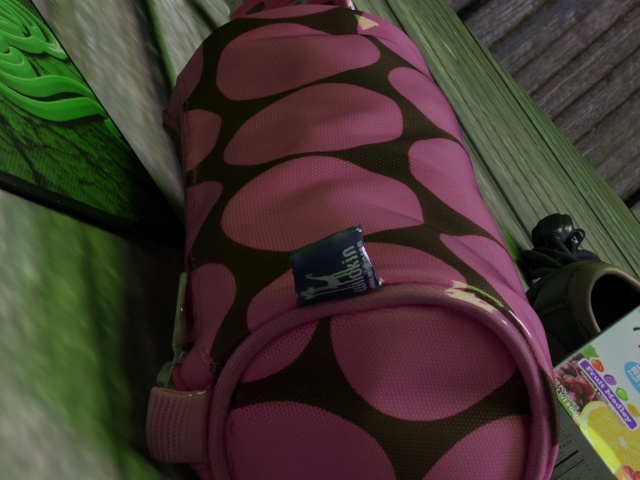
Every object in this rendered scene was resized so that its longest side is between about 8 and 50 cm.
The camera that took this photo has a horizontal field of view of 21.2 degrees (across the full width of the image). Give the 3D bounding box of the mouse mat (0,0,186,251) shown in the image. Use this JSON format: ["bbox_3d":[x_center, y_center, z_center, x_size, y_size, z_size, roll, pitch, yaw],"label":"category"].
[{"bbox_3d":[-0.113,-0.068,0.482,0.152,0.007,0.189,55,11,22],"label":"mouse mat"}]

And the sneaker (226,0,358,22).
[{"bbox_3d":[0.011,-0.082,0.867,0.170,0.063,0.075,55,11,-3],"label":"sneaker"}]

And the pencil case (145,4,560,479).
[{"bbox_3d":[0.000,0.000,0.481,0.209,0.098,0.095,-102,-172,-65],"label":"pencil case"}]

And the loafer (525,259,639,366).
[{"bbox_3d":[0.210,0.114,0.878,0.267,0.096,0.084,42,-16,3],"label":"loafer"}]

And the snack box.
[{"bbox_3d":[0.148,0.087,0.771,0.100,0.037,0.141,54,36,8],"label":"snack box"}]

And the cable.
[{"bbox_3d":[0.204,0.051,1.218,0.150,0.047,0.184,49,9,-5],"label":"cable"}]
